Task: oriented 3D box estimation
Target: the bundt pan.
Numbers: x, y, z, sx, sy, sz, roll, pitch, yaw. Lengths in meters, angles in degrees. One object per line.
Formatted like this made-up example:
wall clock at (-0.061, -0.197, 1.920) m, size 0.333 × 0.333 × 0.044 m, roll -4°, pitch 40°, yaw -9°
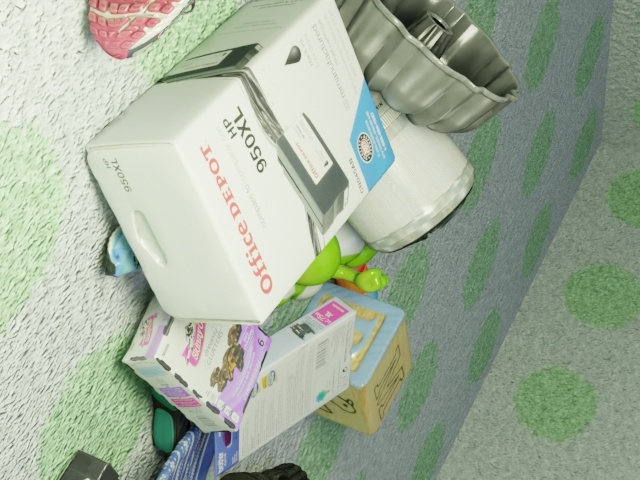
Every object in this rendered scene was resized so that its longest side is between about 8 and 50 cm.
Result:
bundt pan at (0.142, -0.286, 1.782) m, size 0.124 × 0.331 × 0.331 m, roll -46°, pitch 168°, yaw 25°

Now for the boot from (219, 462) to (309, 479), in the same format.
boot at (-0.130, 0.595, 2.238) m, size 0.260 × 0.131 × 0.348 m, roll 25°, pitch 84°, yaw -68°

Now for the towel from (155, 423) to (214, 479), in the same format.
towel at (-0.221, 0.398, 1.851) m, size 0.336 × 0.040 × 0.243 m, roll -53°, pitch 162°, yaw -73°

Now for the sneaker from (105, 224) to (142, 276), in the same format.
sneaker at (-0.231, 0.008, 1.596) m, size 0.162 × 0.073 × 0.063 m, roll -38°, pitch 142°, yaw -55°

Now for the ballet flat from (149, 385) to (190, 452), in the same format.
ballet flat at (-0.224, 0.242, 1.811) m, size 0.074 × 0.074 × 0.203 m, roll -50°, pitch 156°, yaw -42°

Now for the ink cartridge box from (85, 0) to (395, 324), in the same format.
ink cartridge box at (-0.091, -0.115, 1.595) m, size 0.395 × 0.166 × 0.286 m, roll -51°, pitch 128°, yaw -40°

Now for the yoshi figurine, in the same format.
yoshi figurine at (0.021, -0.002, 2.024) m, size 0.362 × 0.203 × 0.203 m, roll -37°, pitch 142°, yaw -45°

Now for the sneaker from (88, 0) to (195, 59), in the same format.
sneaker at (-0.166, -0.323, 1.420) m, size 0.299 × 0.120 × 0.112 m, roll -59°, pitch 157°, yaw -29°

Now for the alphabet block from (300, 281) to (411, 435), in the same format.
alphabet block at (0.054, 0.231, 2.305) m, size 0.193 × 0.192 × 0.197 m, roll -56°, pitch 153°, yaw -28°

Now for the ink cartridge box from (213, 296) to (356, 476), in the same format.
ink cartridge box at (-0.071, 0.237, 1.933) m, size 0.311 × 0.065 × 0.186 m, roll -32°, pitch 140°, yaw -36°

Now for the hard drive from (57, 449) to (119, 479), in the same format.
hard drive at (-0.375, 0.492, 1.666) m, size 0.339 × 0.064 × 0.237 m, roll -61°, pitch 156°, yaw -25°

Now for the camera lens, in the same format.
camera lens at (0.100, -0.134, 1.920) m, size 0.219 × 0.274 × 0.219 m, roll -38°, pitch -168°, yaw 10°

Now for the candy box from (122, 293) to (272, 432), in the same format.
candy box at (-0.175, 0.160, 1.718) m, size 0.196 × 0.070 × 0.165 m, roll 48°, pitch 48°, yaw -35°

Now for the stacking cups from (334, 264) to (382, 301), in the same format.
stacking cups at (0.066, 0.098, 2.381) m, size 0.096 × 0.096 × 0.316 m, roll -61°, pitch 151°, yaw -24°
